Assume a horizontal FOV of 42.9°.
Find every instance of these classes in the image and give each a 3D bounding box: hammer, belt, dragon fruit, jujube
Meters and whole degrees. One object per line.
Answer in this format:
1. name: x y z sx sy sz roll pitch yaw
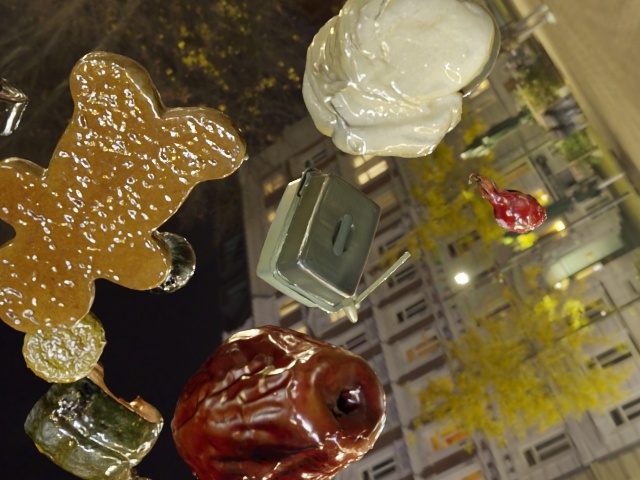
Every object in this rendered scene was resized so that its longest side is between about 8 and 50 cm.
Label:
1. hammer: 0.126 0.095 1.718 0.028 0.195 0.060 32 156 47
2. belt: -0.589 -0.246 1.349 0.151 0.078 0.198 39 -164 31
3. dragon fruit: 0.400 -0.078 1.779 0.190 0.094 0.094 29 -161 1
4. jujube: -0.051 0.196 0.905 0.197 0.290 0.197 14 -114 -33

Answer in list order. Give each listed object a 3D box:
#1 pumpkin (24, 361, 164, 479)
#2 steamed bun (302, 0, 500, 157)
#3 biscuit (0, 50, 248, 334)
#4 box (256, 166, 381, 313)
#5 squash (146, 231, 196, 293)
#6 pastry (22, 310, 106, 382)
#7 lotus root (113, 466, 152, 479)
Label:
1. pumpkin: -0.567 0.462 2.074 0.303 0.225 0.256 35 179 -5
2. steamed bun: 0.142 -0.332 1.552 0.324 0.372 0.230 25 -171 -16
3. biscuit: -0.318 -0.046 1.128 0.283 0.432 0.064 31 -160 -18
4. box: 0.000 0.000 1.818 0.220 0.166 0.291 33 -117 -29
5. squash: -0.456 0.063 2.347 0.193 0.193 0.156 65 -167 20
6. pastry: -0.595 0.237 1.898 0.189 0.188 0.103 54 173 -15
7. lotus root: -0.314 0.503 1.498 0.191 0.094 0.108 52 164 -26
